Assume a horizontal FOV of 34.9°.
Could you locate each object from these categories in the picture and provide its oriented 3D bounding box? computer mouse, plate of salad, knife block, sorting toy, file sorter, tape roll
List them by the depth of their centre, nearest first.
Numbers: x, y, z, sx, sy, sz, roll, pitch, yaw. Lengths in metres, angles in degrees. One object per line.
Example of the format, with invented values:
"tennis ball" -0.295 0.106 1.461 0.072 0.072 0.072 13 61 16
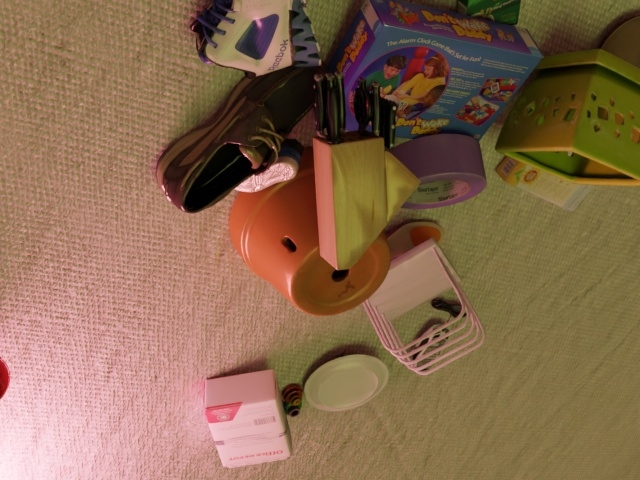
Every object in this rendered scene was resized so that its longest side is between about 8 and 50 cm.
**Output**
"knife block" 0.031 -0.125 1.665 0.242 0.088 0.276 39 90 -24
"tape roll" 0.213 -0.127 1.912 0.188 0.080 0.189 -6 162 -2
"file sorter" 0.213 0.150 2.092 0.192 0.173 0.277 -29 156 8
"sorting toy" -0.064 0.373 2.296 0.061 0.042 0.102 -16 135 -16
"plate of salad" 0.058 0.318 2.314 0.199 0.048 0.200 -9 135 -9
"computer mouse" 0.260 0.218 2.343 0.106 0.042 0.193 9 118 -40

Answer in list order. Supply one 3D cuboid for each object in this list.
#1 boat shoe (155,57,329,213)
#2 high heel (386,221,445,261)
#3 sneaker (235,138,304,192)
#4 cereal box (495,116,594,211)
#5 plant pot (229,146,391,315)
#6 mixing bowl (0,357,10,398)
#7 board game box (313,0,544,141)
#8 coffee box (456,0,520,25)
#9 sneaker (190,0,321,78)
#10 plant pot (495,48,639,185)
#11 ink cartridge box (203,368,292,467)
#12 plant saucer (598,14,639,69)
"boat shoe" -0.116 -0.168 1.716 0.355 0.130 0.132 -41 136 10
"high heel" 0.142 0.029 2.103 0.244 0.082 0.117 -28 179 -28
"sneaker" -0.097 -0.139 1.807 0.152 0.085 0.058 -14 128 32
"cereal box" 0.501 -0.166 2.126 0.240 0.047 0.173 19 117 -40
"plant pot" 0.000 0.000 1.881 0.290 0.203 0.291 -15 133 -17
"mixing bowl" -0.648 0.222 1.791 0.181 0.098 0.181 -16 135 -17
"board game box" 0.185 -0.287 1.784 0.347 0.078 0.233 4 138 -32
"coffee box" 0.296 -0.450 1.759 0.113 0.040 0.184 -15 135 -17
"sneaker" -0.119 -0.356 1.541 0.182 0.127 0.316 -25 137 -4
"plant pot" 0.499 -0.231 1.904 0.228 0.227 0.207 19 84 -28
"ink cartridge box" -0.155 0.387 2.198 0.158 0.092 0.218 -9 133 1
"plant saucer" 0.609 -0.375 2.012 0.168 0.029 0.169 -16 133 -17
